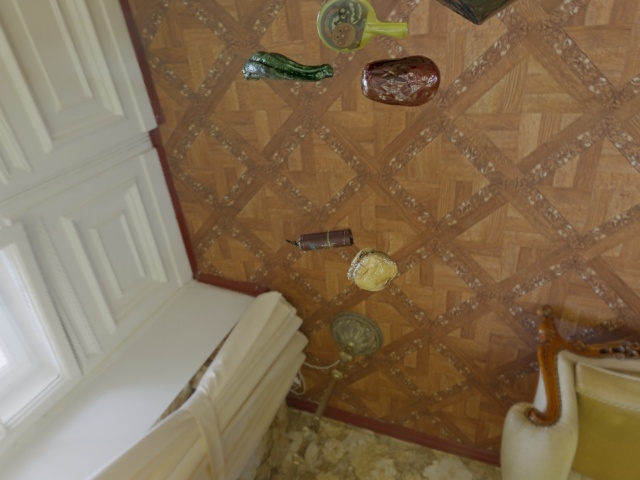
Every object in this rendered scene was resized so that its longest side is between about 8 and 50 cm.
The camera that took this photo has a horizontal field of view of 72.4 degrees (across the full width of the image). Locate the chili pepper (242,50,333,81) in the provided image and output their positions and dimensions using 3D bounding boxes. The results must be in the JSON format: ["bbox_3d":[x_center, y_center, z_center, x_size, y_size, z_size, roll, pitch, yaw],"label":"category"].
[{"bbox_3d":[-0.110,-0.410,1.040,0.279,0.122,0.065,17,102,31],"label":"chili pepper"}]

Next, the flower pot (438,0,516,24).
[{"bbox_3d":[0.140,-0.311,0.389,0.269,0.269,0.166,37,112,-1],"label":"flower pot"}]

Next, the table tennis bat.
[{"bbox_3d":[0.169,-0.845,1.731,0.369,0.054,0.224,4,140,-8],"label":"table tennis bat"}]

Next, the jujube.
[{"bbox_3d":[0.330,-0.657,1.804,0.318,0.223,0.223,1,122,-2],"label":"jujube"}]

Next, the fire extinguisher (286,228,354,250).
[{"bbox_3d":[0.000,0.000,0.907,0.132,0.039,0.056,-7,156,18],"label":"fire extinguisher"}]

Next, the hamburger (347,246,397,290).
[{"bbox_3d":[0.169,0.095,1.410,0.147,0.083,0.138,24,107,-20],"label":"hamburger"}]
